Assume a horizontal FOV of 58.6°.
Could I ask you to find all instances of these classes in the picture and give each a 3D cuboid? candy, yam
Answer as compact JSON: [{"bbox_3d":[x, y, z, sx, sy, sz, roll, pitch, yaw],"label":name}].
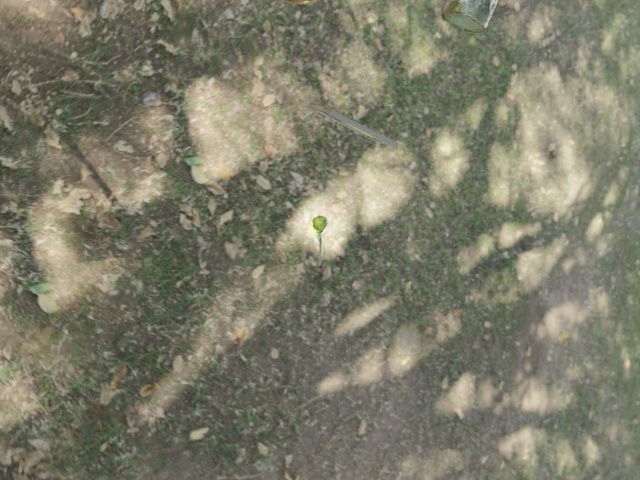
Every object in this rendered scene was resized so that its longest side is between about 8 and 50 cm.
[{"bbox_3d":[0.000,0.000,1.376,0.035,0.035,0.123,3,84,-51],"label":"candy"},{"bbox_3d":[0.356,-0.575,1.271,0.107,0.107,0.194,19,96,-35],"label":"yam"}]

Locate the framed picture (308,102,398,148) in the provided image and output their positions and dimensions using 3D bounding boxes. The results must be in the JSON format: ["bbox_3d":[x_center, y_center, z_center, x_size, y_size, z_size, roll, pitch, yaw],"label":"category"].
[{"bbox_3d":[0.074,-0.285,1.398,0.184,0.250,0.016,23,100,-19],"label":"framed picture"}]

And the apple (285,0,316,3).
[{"bbox_3d":[-0.033,-0.420,0.786,0.182,0.182,0.155,29,90,-33],"label":"apple"}]
